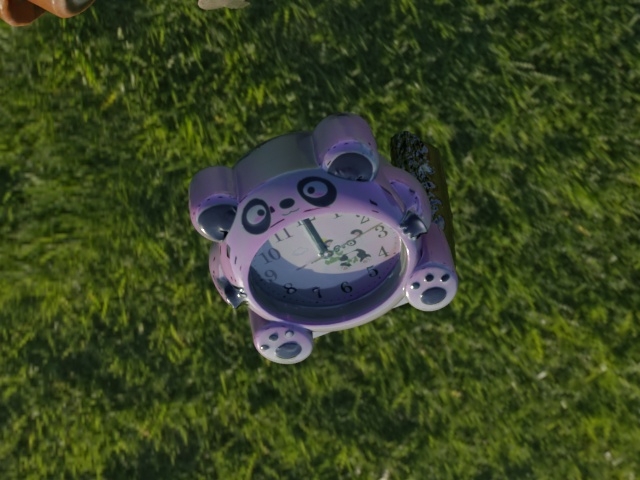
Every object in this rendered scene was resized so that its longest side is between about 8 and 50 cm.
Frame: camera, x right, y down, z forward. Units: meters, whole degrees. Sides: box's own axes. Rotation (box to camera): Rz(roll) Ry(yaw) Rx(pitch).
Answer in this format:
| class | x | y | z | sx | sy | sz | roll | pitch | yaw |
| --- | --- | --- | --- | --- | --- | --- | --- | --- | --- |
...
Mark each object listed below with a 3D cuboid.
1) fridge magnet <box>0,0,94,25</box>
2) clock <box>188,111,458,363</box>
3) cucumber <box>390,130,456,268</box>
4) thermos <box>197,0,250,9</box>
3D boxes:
| class | x | y | z | sx | sy | sz | roll | pitch | yaw |
| --- | --- | --- | --- | --- | --- | --- | --- | --- | --- |
| fridge magnet | -0.372 | -0.479 | 1.577 | 0.155 | 0.363 | 0.363 | 28 | 113 | -2 |
| clock | 0.000 | 0.000 | 1.050 | 0.228 | 0.090 | 0.248 | -22 | 134 | 10 |
| cucumber | 0.140 | -0.035 | 1.429 | 0.074 | 0.241 | 0.074 | -5 | 152 | -3 |
| thermos | -0.144 | -0.383 | 1.345 | 0.105 | 0.193 | 0.137 | -27 | 170 | 25 |
